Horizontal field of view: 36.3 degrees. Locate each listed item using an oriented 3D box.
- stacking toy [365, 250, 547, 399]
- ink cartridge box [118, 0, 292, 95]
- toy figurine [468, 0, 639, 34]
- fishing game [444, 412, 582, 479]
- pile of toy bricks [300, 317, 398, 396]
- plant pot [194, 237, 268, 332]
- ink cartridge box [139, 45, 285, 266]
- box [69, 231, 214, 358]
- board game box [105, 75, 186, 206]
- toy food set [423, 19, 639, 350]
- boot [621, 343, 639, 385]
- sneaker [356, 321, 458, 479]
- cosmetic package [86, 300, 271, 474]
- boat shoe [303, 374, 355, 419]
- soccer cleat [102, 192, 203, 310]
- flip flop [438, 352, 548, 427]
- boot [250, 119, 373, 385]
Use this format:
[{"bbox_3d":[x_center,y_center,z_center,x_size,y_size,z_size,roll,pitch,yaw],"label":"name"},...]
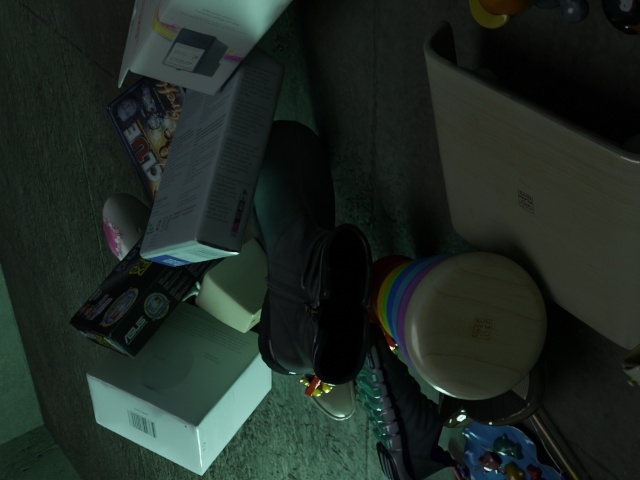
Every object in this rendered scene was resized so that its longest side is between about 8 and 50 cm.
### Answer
[{"bbox_3d":[0.112,0.070,1.060,0.330,0.141,0.141,-164,53,-76],"label":"stacking toy"},{"bbox_3d":[-0.131,-0.311,1.149,0.353,0.119,0.207,151,130,-62],"label":"ink cartridge box"},{"bbox_3d":[0.197,-0.250,0.690,0.213,0.148,0.209,27,134,49],"label":"toy figurine"},{"bbox_3d":[0.230,0.299,1.184,0.189,0.041,0.264,60,153,11],"label":"fishing game"},{"bbox_3d":[0.058,0.138,1.311,0.105,0.118,0.212,26,137,-2],"label":"pile of toy bricks"},{"bbox_3d":[-0.121,0.081,1.556,0.096,0.109,0.109,46,148,11],"label":"plant pot"},{"bbox_3d":[-0.141,-0.134,1.312,0.324,0.071,0.330,-9,64,68],"label":"ink cartridge box"},{"bbox_3d":[-0.287,0.064,1.651,0.060,0.270,0.216,46,161,-23],"label":"box"},{"bbox_3d":[-0.226,-0.144,1.540,0.165,0.042,0.243,-30,85,33],"label":"board game box"},{"bbox_3d":[0.219,-0.057,0.891,0.306,0.092,0.220,39,154,42],"label":"toy food set"},{"bbox_3d":[0.320,0.156,0.831,0.165,0.077,0.213,41,142,6],"label":"boot"},{"bbox_3d":[0.107,0.197,1.225,0.083,0.098,0.224,-149,43,-69],"label":"sneaker"},{"bbox_3d":[-0.235,0.240,1.672,0.224,0.225,0.138,21,136,22],"label":"cosmetic package"},{"bbox_3d":[-0.001,0.172,1.484,0.206,0.075,0.065,61,-165,-3],"label":"boat shoe"},{"bbox_3d":[-0.292,0.054,1.836,0.143,0.116,0.331,-13,105,50],"label":"soccer cleat"},{"bbox_3d":[0.198,0.163,1.088,0.277,0.080,0.112,119,162,-71],"label":"flip flop"},{"bbox_3d":[0.000,0.000,1.169,0.223,0.118,0.338,158,108,-70],"label":"boot"}]
